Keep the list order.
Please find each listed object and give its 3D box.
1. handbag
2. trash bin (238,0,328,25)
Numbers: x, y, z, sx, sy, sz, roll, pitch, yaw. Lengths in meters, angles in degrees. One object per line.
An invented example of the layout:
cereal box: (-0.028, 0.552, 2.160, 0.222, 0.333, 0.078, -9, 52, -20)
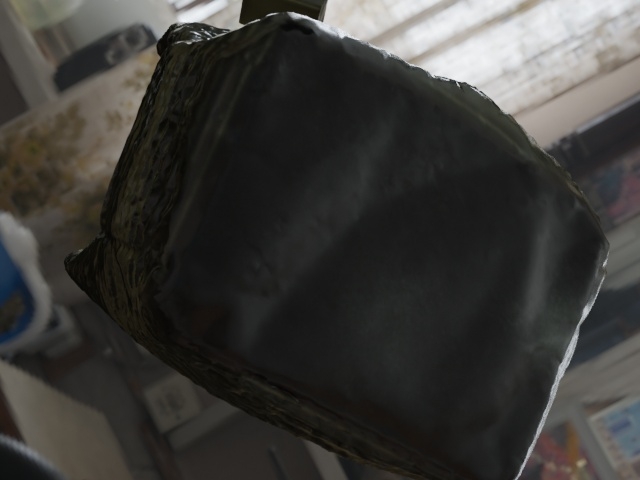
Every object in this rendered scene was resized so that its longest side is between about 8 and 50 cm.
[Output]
handbag: (0.000, 0.000, 0.871, 0.340, 0.247, 0.240, 28, -8, -29)
trash bin: (-0.043, -0.262, 1.495, 0.043, 0.092, 0.061, -70, 175, -47)
